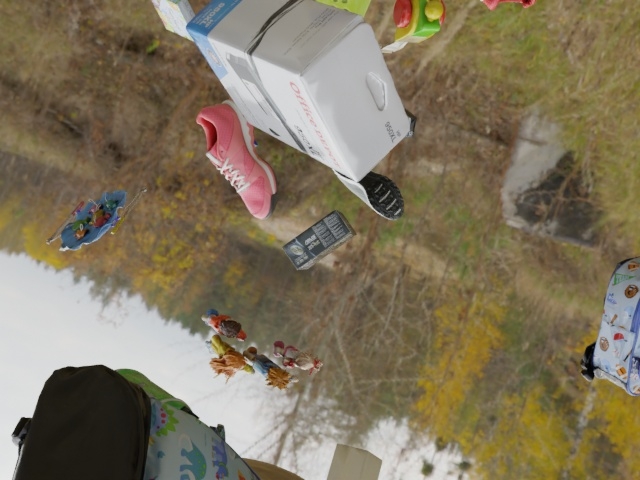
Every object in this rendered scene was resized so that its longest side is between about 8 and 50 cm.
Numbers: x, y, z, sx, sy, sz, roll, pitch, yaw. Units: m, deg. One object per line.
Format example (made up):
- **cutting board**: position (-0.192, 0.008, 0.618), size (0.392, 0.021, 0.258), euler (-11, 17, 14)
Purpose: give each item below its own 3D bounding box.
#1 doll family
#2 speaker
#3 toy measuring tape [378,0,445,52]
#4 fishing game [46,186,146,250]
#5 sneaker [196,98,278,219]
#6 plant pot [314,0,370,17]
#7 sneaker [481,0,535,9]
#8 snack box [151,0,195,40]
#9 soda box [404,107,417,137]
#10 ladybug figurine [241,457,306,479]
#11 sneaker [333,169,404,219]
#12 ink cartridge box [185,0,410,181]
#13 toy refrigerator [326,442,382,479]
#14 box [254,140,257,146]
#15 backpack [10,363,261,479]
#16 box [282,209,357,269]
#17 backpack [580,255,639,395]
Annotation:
- **doll family**: position (-0.125, 0.233, 1.344), size (0.263, 0.118, 0.163), euler (26, 172, -20)
- **speaker**: position (-0.386, 0.370, 1.520), size (0.131, 0.131, 0.296), euler (22, 173, -38)
- **toy measuring tape**: position (0.213, -0.538, 1.685), size (0.121, 0.121, 0.330), euler (20, 179, -16)
- **fishing game**: position (-0.506, -0.051, 1.530), size (0.264, 0.189, 0.041), euler (-3, 136, 42)
- **sneaker**: position (-0.214, -0.189, 1.697), size (0.136, 0.314, 0.116), euler (-18, 173, -42)
- **plant pot**: position (0.037, -0.775, 2.205), size (0.207, 0.227, 0.228), euler (18, -142, -11)
- **sneaker**: position (0.462, -0.587, 1.579), size (0.118, 0.279, 0.107), euler (61, 161, 12)
- **snack box**: position (-0.349, -0.549, 1.678), size (0.100, 0.037, 0.141), euler (28, 165, 19)
- **soda box**: position (0.134, -0.266, 1.611), size (0.168, 0.053, 0.060), euler (-10, -143, -22)
- **ladybug figurine**: position (-0.136, 0.547, 1.220), size (0.449, 0.305, 0.162), euler (16, 134, 33)
- **sneaker**: position (0.148, -0.165, 2.119), size (0.271, 0.100, 0.108), euler (43, 174, 10)
- **ink cartridge box**: position (-0.046, -0.321, 1.368), size (0.395, 0.166, 0.285), euler (34, 165, 43)
- **toy refrigerator**: position (0.052, 0.623, 1.618), size (0.094, 0.270, 0.102), euler (4, 154, 30)
- **box**: position (-0.270, -0.316, 2.055), size (0.137, 0.072, 0.126), euler (19, 147, 55)
- **backpack**: position (-0.209, 0.359, 0.878), size (0.273, 0.290, 0.356), euler (-3, 137, 6)
- **box**: position (0.000, 0.000, 1.920), size (0.078, 0.180, 0.147), euler (56, -173, 7)
- **backpack**: position (0.685, 0.166, 1.393), size (0.276, 0.264, 0.213), euler (-6, -172, -26)
